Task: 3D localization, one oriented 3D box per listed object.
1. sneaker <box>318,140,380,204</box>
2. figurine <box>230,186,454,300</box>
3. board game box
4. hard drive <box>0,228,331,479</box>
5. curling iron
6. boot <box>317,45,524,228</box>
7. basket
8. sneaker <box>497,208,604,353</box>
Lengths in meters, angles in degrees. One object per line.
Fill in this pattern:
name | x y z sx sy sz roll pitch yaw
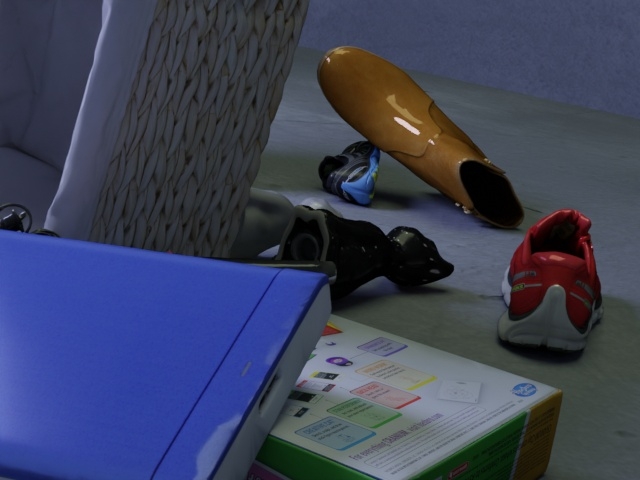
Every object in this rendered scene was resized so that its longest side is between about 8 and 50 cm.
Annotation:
sneaker | 0.038 -0.099 1.752 0.078 0.067 0.188 14 17 -2
figurine | 0.000 0.000 1.332 0.215 0.092 0.209 20 10 41
board game box | -0.029 0.109 0.892 0.316 0.064 0.242 17 16 31
hard drive | -0.177 0.071 0.797 0.319 0.040 0.210 7 36 18
curling iron | -0.122 0.014 0.959 0.274 0.068 0.035 4 -27 -9
boot | 0.138 -0.136 1.693 0.295 0.104 0.211 38 4 -26
basket | -0.234 -0.138 1.139 0.328 0.331 0.266 28 20 29
sneaker | 0.238 0.024 1.278 0.107 0.118 0.279 11 14 6
